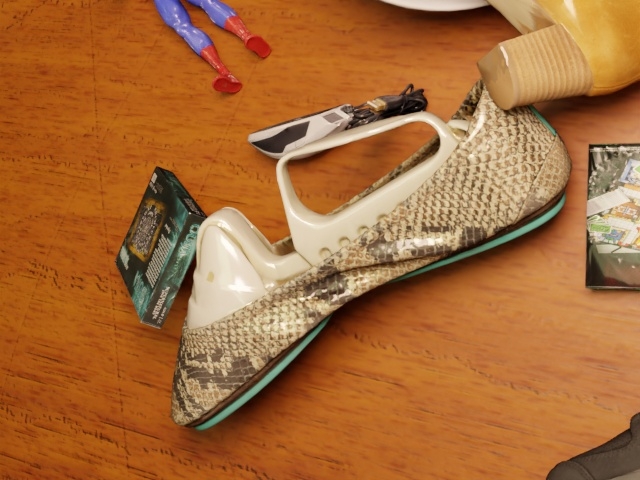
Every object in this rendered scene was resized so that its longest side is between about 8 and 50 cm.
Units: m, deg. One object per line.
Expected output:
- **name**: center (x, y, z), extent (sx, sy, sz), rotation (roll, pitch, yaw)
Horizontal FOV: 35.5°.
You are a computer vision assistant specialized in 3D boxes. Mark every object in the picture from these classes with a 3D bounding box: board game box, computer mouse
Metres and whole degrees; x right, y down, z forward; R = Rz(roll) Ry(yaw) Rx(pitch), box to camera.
- **board game box**: center (-0.175, 0.002, 1.081), extent (0.126, 0.026, 0.186), rotation (-65, 26, 10)
- **computer mouse**: center (0.009, -0.114, 1.033), extent (0.193, 0.106, 0.042), rotation (-11, 103, 38)
- **board game box**: center (0.363, -0.021, 0.865), extent (0.259, 0.030, 0.136), rotation (1, 83, 28)

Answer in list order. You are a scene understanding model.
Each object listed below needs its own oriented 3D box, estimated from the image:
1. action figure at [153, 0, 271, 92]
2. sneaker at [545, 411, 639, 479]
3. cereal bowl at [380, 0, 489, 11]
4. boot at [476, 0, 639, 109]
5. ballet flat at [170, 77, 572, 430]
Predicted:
- **action figure**: center (-0.188, -0.294, 1.121), extent (0.091, 0.139, 0.280), rotation (-48, 64, 14)
- **sneaker**: center (0.339, 0.156, 0.830), extent (0.340, 0.125, 0.140), rotation (-25, 47, 26)
- **cereal bowl**: center (0.105, -0.387, 0.929), extent (0.339, 0.141, 0.339), rotation (-1, 107, -3)
- **boot**: center (0.205, -0.267, 0.859), extent (0.211, 0.104, 0.295), rotation (-20, 93, -17)
- **ballet flat**: center (0.000, 0.000, 0.965), extent (0.482, 0.164, 0.182), rotation (-33, 109, 19)
